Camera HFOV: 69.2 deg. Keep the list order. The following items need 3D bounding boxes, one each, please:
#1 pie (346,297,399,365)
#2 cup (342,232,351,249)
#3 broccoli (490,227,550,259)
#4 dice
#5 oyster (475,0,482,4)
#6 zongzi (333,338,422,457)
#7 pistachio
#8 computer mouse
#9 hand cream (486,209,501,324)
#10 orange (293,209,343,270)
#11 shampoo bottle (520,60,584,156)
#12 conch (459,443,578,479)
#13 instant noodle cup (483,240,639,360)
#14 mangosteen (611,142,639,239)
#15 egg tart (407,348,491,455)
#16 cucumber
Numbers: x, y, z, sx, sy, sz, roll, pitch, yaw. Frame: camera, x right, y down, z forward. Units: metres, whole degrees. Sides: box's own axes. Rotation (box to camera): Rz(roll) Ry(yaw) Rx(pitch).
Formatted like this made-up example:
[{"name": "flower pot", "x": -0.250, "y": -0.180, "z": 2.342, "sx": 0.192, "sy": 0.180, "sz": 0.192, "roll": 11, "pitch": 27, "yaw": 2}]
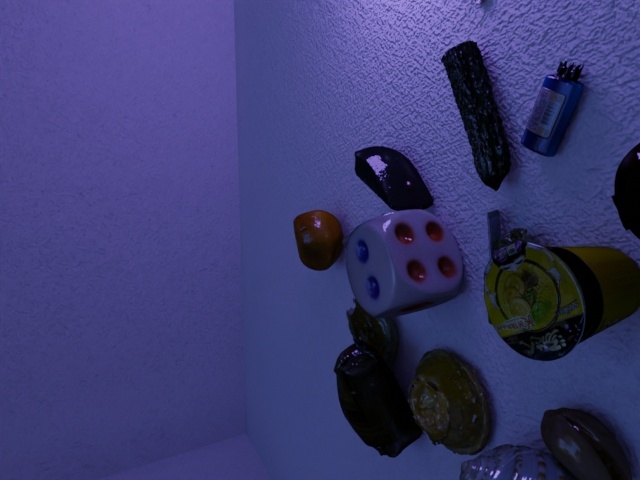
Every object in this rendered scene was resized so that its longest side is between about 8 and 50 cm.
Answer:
[{"name": "pie", "x": 0.183, "y": 0.318, "z": 1.669, "sx": 0.302, "sy": 0.066, "sz": 0.303, "roll": 32, "pitch": 127, "yaw": 57}, {"name": "cup", "x": 0.125, "y": 0.006, "z": 1.717, "sx": 0.083, "sy": 0.054, "sz": 0.075, "roll": -40, "pitch": 60, "yaw": 57}, {"name": "broccoli", "x": 0.440, "y": 0.048, "z": 1.027, "sx": 0.137, "sy": 0.145, "sz": 0.162, "roll": -17, "pitch": 95, "yaw": 24}, {"name": "dice", "x": 0.232, "y": 0.068, "z": 1.303, "sx": 0.243, "sy": 0.259, "sz": 0.251, "roll": -44, "pitch": 57, "yaw": 55}, {"name": "oyster", "x": 0.369, "y": -0.606, "z": 1.105, "sx": 0.093, "sy": 0.034, "sz": 0.051, "roll": 61, "pitch": 164, "yaw": 16}, {"name": "zongzi", "x": 0.120, "y": 0.477, "z": 1.606, "sx": 0.404, "sy": 0.207, "sz": 0.432, "roll": 64, "pitch": 165, "yaw": -21}, {"name": "pistachio", "x": 0.537, "y": 0.422, "z": 0.946, "sx": 0.185, "sy": 0.124, "sz": 0.125, "roll": 56, "pitch": 143, "yaw": 35}, {"name": "computer mouse", "x": 0.215, "y": -0.197, "z": 1.367, "sx": 0.295, "sy": 0.168, "sz": 0.087, "roll": 56, "pitch": 141, "yaw": 38}, {"name": "hand cream", "x": 0.424, "y": 0.065, "z": 1.120, "sx": 0.079, "sy": 0.050, "sz": 0.276, "roll": -42, "pitch": -53, "yaw": -78}, {"name": "orange", "x": 0.000, "y": 0.000, "z": 1.828, "sx": 0.249, "sy": 0.183, "sz": 0.249, "roll": 167, "pitch": 90, "yaw": -81}, {"name": "shampoo bottle", "x": 0.479, "y": -0.272, "z": 0.952, "sx": 0.087, "sy": 0.050, "sz": 0.183, "roll": -127, "pitch": 39, "yaw": -49}, {"name": "conch", "x": 0.468, "y": 0.563, "z": 1.003, "sx": 0.303, "sy": 0.319, "sz": 0.215, "roll": 98, "pitch": -175, "yaw": -63}, {"name": "instant noodle cup", "x": 0.463, "y": 0.096, "z": 0.871, "sx": 0.215, "sy": 0.236, "sz": 0.216, "roll": 24, "pitch": 117, "yaw": 59}, {"name": "mangosteen", "x": 0.573, "y": -0.081, "z": 0.695, "sx": 0.230, "sy": 0.194, "sz": 0.194, "roll": -18, "pitch": 80, "yaw": 38}, {"name": "egg tart", "x": 0.345, "y": 0.469, "z": 1.332, "sx": 0.315, "sy": 0.120, "sz": 0.315, "roll": 23, "pitch": 116, "yaw": 60}, {"name": "cucumber", "x": 0.379, "y": -0.291, "z": 1.096, "sx": 0.096, "sy": 0.096, "sz": 0.360, "roll": -35, "pitch": 66, "yaw": 60}]
